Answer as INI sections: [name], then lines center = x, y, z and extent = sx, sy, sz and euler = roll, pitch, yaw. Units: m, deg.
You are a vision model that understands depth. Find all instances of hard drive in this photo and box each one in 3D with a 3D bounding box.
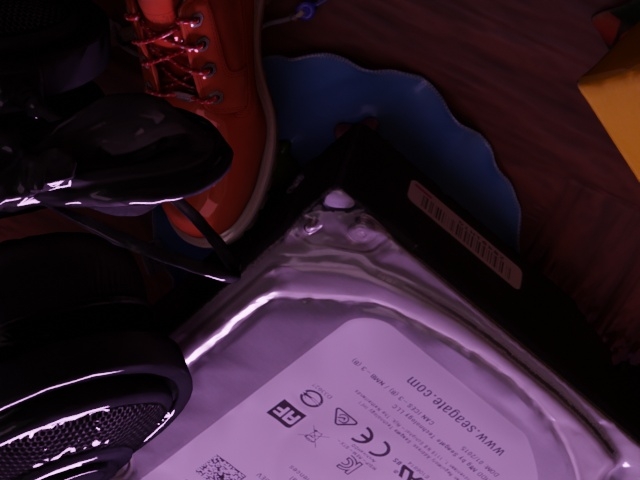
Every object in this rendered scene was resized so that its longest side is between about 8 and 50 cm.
[hard drive]
center = -0.008, 0.123, 0.650
extent = 0.237, 0.064, 0.339
euler = 40, 126, -15

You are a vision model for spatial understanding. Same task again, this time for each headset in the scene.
[headset]
center = -0.157, 0.001, 0.509
extent = 0.394, 0.185, 0.243
euler = -12, 92, 57

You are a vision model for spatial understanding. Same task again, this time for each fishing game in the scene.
[fishing game]
center = 0.000, 0.000, 0.619
extent = 0.189, 0.041, 0.264
euler = -15, 112, 23

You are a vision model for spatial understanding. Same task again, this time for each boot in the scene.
[boot]
center = -0.056, -0.074, 0.535
extent = 0.059, 0.084, 0.158
euler = 1, 93, 17

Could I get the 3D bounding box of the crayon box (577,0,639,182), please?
[crayon box]
center = 0.224, -0.012, 0.422
extent = 0.202, 0.081, 0.318
euler = 53, 155, -13
